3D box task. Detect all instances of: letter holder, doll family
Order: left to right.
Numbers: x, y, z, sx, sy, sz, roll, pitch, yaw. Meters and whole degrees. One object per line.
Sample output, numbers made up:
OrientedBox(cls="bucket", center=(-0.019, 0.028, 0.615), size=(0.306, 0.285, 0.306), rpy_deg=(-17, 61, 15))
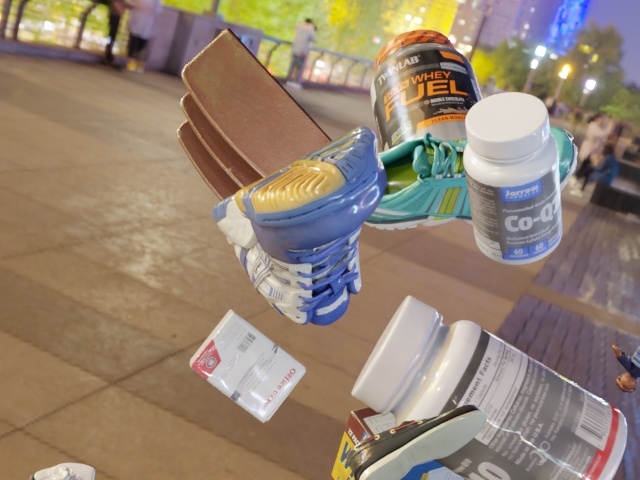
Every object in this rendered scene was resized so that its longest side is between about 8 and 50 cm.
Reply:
OrientedBox(cls="letter holder", center=(-0.131, -0.177, 1.532), size=(0.302, 0.214, 0.152), rpy_deg=(49, 1, 21))
OrientedBox(cls="doll family", center=(0.444, 0.157, 1.052), size=(0.193, 0.111, 0.076), rpy_deg=(30, 38, 7))

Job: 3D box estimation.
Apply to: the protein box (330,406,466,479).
OrientedBox(cls="protein box", center=(0.144, 0.379, 1.448), size=(0.201, 0.200, 0.136), rpy_deg=(-7, 37, -30))

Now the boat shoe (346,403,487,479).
OrientedBox(cls="boat shoe", center=(0.086, 0.178, 0.784), size=(0.133, 0.049, 0.042), rpy_deg=(-24, 42, -11))

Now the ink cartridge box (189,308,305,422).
OrientedBox(cls="ink cartridge box", center=(-0.105, 0.179, 1.250), size=(0.135, 0.099, 0.056), rpy_deg=(39, -5, -9))

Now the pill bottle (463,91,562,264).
OrientedBox(cls="pill bottle", center=(0.163, -0.052, 0.740), size=(0.078, 0.137, 0.078), rpy_deg=(-10, 43, 9))

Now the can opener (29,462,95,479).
OrientedBox(cls="can opener", center=(-0.297, 0.348, 0.972), size=(0.074, 0.093, 0.280), rpy_deg=(-2, 22, -8))

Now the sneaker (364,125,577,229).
OrientedBox(cls="sneaker", center=(0.149, -0.073, 0.985), size=(0.275, 0.107, 0.110), rpy_deg=(-12, -25, 19))

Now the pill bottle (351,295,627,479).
OrientedBox(cls="pill bottle", center=(0.189, 0.195, 1.010), size=(0.283, 0.161, 0.161), rpy_deg=(31, 15, 3))

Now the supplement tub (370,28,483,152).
OrientedBox(cls="supplement tub", center=(0.209, -0.222, 1.635), size=(0.207, 0.207, 0.338), rpy_deg=(10, 50, -27))

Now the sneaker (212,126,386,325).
OrientedBox(cls="sneaker", center=(0.000, 0.000, 0.677), size=(0.111, 0.131, 0.296), rpy_deg=(-27, 3, -11))
